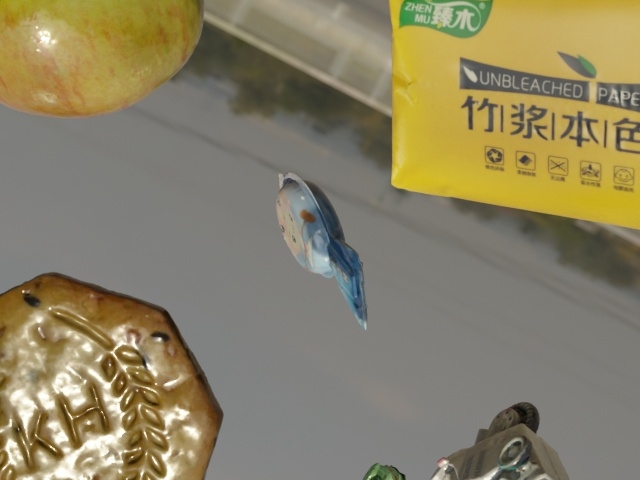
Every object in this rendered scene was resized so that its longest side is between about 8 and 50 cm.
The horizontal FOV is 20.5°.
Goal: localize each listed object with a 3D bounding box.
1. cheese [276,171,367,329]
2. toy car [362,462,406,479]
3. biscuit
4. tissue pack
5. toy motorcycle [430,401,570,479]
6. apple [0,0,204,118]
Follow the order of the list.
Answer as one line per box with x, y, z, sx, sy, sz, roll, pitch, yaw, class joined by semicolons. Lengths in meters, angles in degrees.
0.000;0.000;2.170;0.244;0.052;0.135;-127;22;-47;cheese
0.058;0.392;2.412;0.058;0.186;0.093;25;-178;-27;toy car
-0.289;0.210;2.003;0.359;0.359;0.046;28;-168;2;biscuit
0.275;-0.184;1.855;0.382;0.293;0.228;11;-147;22;tissue pack
0.176;0.267;1.760;0.110;0.171;0.260;39;-164;-19;toy motorcycle
-0.241;-0.232;1.671;0.261;0.261;0.194;32;150;43;apple
